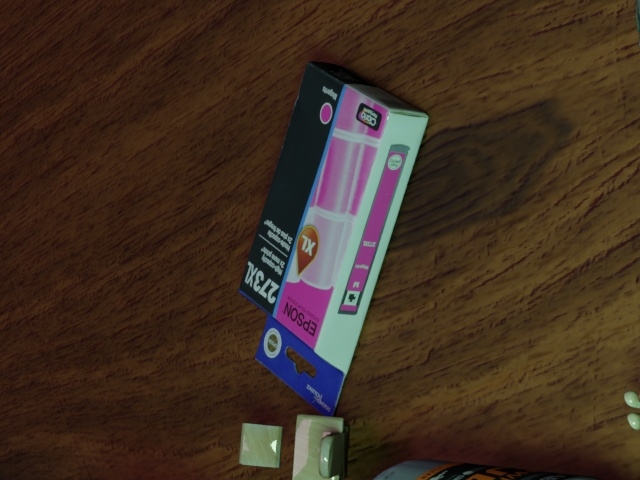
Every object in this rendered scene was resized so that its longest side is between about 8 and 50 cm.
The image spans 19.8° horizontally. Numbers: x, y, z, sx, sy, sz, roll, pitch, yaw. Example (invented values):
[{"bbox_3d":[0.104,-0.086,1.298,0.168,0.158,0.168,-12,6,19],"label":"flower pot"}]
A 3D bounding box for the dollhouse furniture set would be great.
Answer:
[{"bbox_3d":[-0.162,0.327,1.975,0.356,0.174,0.303,4,86,9],"label":"dollhouse furniture set"}]

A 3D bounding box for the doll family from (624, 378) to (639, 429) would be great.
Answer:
[{"bbox_3d":[0.327,0.137,1.590,0.111,0.076,0.193,-51,44,43],"label":"doll family"}]

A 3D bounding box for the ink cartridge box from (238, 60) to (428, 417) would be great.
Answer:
[{"bbox_3d":[0.000,0.000,2.068,0.176,0.069,0.370,35,115,50],"label":"ink cartridge box"}]

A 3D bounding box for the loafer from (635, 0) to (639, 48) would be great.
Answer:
[{"bbox_3d":[0.358,-0.152,1.595,0.267,0.096,0.084,-124,32,-50],"label":"loafer"}]

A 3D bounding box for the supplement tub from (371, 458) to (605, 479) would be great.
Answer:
[{"bbox_3d":[0.178,0.303,1.666,0.316,0.194,0.193,-2,83,53],"label":"supplement tub"}]
